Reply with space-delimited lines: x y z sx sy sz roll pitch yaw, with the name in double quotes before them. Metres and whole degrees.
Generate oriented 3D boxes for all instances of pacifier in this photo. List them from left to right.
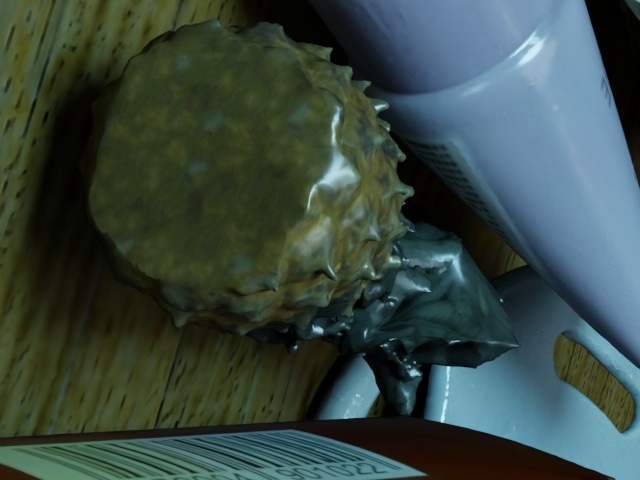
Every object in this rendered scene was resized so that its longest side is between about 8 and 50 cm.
"pacifier" 0.118 0.138 0.873 0.238 0.226 0.287 46 59 -35

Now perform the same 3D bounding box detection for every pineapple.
"pineapple" 0.000 0.000 0.732 0.237 0.111 0.119 32 49 -67

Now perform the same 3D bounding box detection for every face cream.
"face cream" 0.085 -0.044 0.803 0.096 0.154 0.274 -32 132 6

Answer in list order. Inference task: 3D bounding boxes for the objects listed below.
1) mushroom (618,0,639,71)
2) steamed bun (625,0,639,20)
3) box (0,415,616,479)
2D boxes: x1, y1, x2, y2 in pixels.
"mushroom" 0.230 -0.150 1.015 0.278 0.146 0.278 -2 90 -74
"steamed bun" 0.146 -0.222 0.796 0.225 0.170 0.200 45 22 -53
"box" -0.066 0.261 0.662 0.344 0.122 0.385 3 98 -49
